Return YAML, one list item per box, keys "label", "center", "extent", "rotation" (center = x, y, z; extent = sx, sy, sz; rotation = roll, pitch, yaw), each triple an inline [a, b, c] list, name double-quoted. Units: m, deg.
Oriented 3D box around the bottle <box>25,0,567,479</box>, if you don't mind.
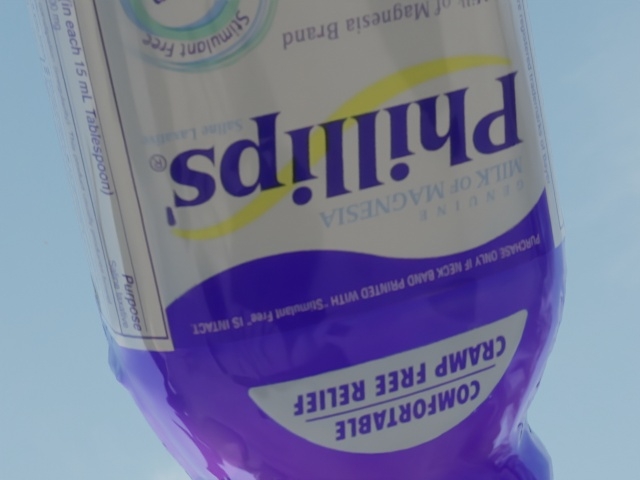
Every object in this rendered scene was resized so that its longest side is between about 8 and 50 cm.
- label: "bottle"
  center: [0.000, 0.000, 0.403]
  extent: [0.118, 0.092, 0.283]
  rotation: [-14, -77, -13]
